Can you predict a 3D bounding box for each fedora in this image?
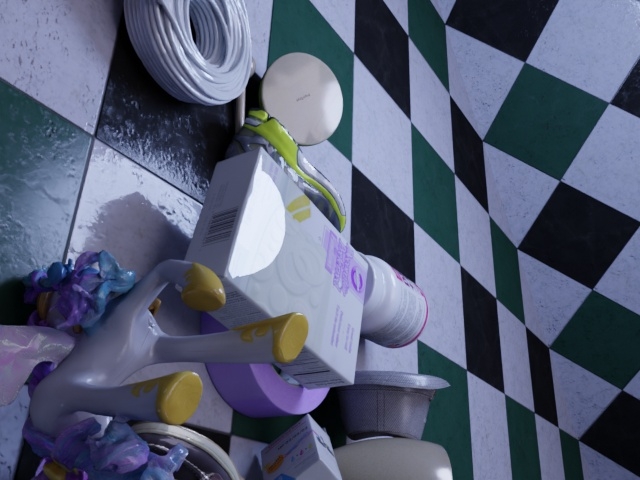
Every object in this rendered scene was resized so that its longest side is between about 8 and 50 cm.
[{"bbox_3d":[0.121,0.316,1.201,0.275,0.244,0.124,82,11,-74],"label":"fedora"}]

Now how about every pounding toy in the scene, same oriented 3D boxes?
[{"bbox_3d":[-0.082,-0.275,1.279,0.237,0.110,0.183,-1,89,-30],"label":"pounding toy"}]

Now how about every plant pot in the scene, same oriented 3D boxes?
[{"bbox_3d":[0.069,0.445,1.041,0.191,0.284,0.284,20,49,-4],"label":"plant pot"}]

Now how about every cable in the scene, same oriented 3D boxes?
[{"bbox_3d":[-0.209,-0.351,1.055,0.257,0.089,0.257,-50,131,-56],"label":"cable"}]

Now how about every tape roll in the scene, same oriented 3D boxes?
[{"bbox_3d":[-0.079,0.159,1.089,0.275,0.090,0.274,30,53,-52],"label":"tape roll"}]

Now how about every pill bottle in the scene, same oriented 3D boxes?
[{"bbox_3d":[0.107,0.123,1.317,0.283,0.160,0.160,33,51,-57],"label":"pill bottle"}]

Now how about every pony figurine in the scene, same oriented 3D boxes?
[{"bbox_3d":[-0.241,0.153,0.635,0.351,0.363,0.303,-59,137,-31],"label":"pony figurine"}]

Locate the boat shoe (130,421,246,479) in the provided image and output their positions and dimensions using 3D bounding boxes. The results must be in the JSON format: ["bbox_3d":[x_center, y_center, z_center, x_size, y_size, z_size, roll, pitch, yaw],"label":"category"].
[{"bbox_3d":[-0.163,0.346,0.861,0.092,0.103,0.285,-77,147,-45],"label":"boat shoe"}]

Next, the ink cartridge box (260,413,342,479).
[{"bbox_3d":[-0.035,0.348,1.007,0.061,0.104,0.181,51,0,-14],"label":"ink cartridge box"}]

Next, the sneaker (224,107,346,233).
[{"bbox_3d":[-0.067,-0.102,1.195,0.121,0.111,0.300,-48,117,-10],"label":"sneaker"}]

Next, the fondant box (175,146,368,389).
[{"bbox_3d":[-0.054,0.053,0.993,0.330,0.096,0.238,47,40,-40],"label":"fondant box"}]
